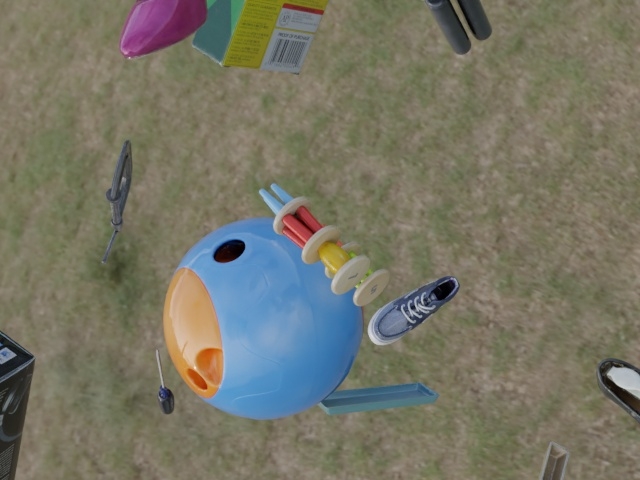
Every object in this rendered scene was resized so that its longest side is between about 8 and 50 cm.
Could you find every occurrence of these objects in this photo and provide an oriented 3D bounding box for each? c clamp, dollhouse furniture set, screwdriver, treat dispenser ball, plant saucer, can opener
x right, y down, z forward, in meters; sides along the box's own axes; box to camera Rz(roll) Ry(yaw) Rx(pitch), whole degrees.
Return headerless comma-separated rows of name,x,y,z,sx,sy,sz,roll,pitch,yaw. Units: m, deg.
c clamp,-0.276,-0.059,1.333,0.160,0.022,0.137,111,173,-63
dollhouse furniture set,0.306,0.313,1.307,0.114,0.091,0.081,-65,8,-31
screwdriver,-0.223,0.199,1.349,0.025,0.170,0.024,-31,60,-18
treat dispenser ball,-0.081,0.111,1.384,0.288,0.288,0.288,-18,63,39
plant saucer,0.085,0.245,1.499,0.067,0.192,0.018,-155,66,-66
can opener,0.189,-0.326,1.338,0.076,0.283,0.095,-34,65,10

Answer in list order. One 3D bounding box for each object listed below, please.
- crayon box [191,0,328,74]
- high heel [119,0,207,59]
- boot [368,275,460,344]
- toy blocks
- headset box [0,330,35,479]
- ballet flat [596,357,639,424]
crayon box,-0.059,-0.427,1.520,0.081,0.202,0.318,37,114,29
high heel,-0.145,-0.279,0.948,0.082,0.117,0.244,4,43,30
boot,0.173,0.124,1.798,0.069,0.190,0.086,54,148,3
toy blocks,0.000,0.000,1.082,0.054,0.123,0.148,-47,64,4
headset box,-0.384,0.169,0.802,0.246,0.131,0.283,29,121,19
ballet flat,0.573,0.286,1.630,0.095,0.096,0.280,-52,46,-6
